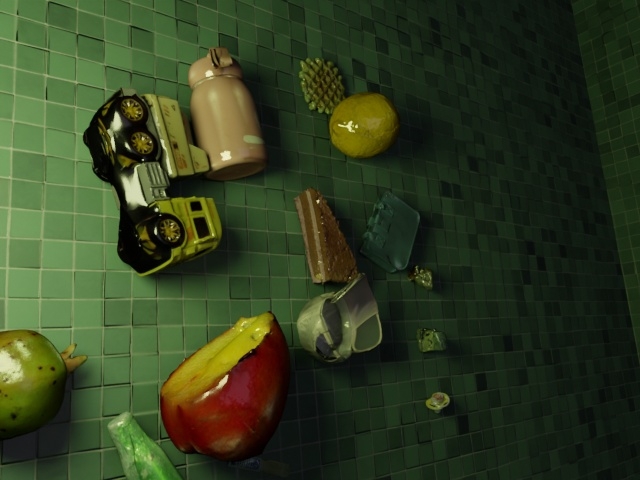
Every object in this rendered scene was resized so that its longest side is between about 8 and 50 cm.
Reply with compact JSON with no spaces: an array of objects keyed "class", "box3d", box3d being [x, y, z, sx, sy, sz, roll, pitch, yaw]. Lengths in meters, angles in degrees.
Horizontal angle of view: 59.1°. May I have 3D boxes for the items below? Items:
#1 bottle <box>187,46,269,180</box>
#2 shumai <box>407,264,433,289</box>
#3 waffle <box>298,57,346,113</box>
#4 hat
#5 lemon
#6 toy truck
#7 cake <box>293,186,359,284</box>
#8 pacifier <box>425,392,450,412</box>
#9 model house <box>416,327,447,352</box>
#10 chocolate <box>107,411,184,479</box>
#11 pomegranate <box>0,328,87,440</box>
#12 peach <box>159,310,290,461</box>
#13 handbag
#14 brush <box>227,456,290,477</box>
[{"class":"bottle","box3d":[-0.236,-0.318,1.416,0.173,0.206,0.297,-10,83,-16]},{"class":"shumai","box3d":[0.323,0.123,1.840,0.080,0.082,0.083,-3,61,-1]},{"class":"waffle","box3d":[0.007,-0.482,1.762,0.169,0.036,0.184,-11,84,-38]},{"class":"hat","box3d":[0.053,0.202,1.518,0.275,0.161,0.232,-42,129,-29]},{"class":"lemon","box3d":[0.137,-0.350,1.722,0.260,0.204,0.204,-17,89,-38]},{"class":"toy truck","box3d":[-0.366,-0.137,1.284,0.254,0.180,0.406,-12,82,-47]},{"class":"cake","box3d":[0.000,0.000,1.571,0.112,0.115,0.296,-23,93,-41]},{"class":"pacifier","box3d":[0.371,0.514,1.765,0.083,0.068,0.064,-29,123,-40]},{"class":"model house","box3d":[0.355,0.313,1.788,0.066,0.083,0.079,5,76,-36]},{"class":"chocolate","box3d":[-0.348,0.493,1.176,0.110,0.110,0.291,-34,96,-39]},{"class":"pomegranate","box3d":[-0.538,0.246,1.030,0.246,0.198,0.198,-26,95,-42]},{"class":"peach","box3d":[-0.192,0.304,1.239,0.281,0.281,0.339,26,67,-31]},{"class":"handbag","box3d":[0.216,-0.027,1.790,0.179,0.062,0.229,33,60,-24]},{"class":"brush","box3d":[-0.142,0.544,1.368,0.178,0.030,0.033,25,53,-30]}]
